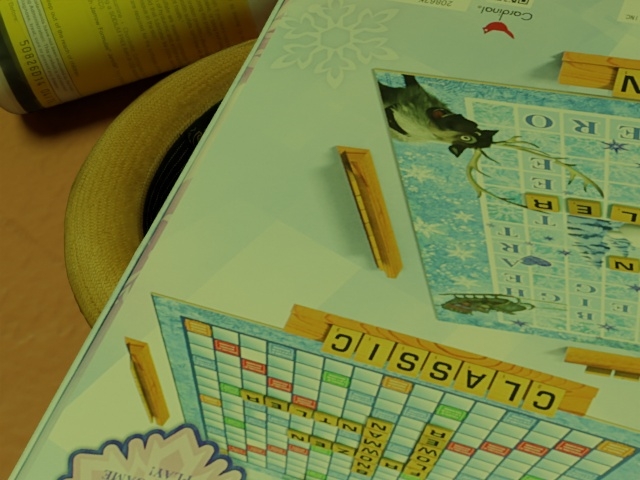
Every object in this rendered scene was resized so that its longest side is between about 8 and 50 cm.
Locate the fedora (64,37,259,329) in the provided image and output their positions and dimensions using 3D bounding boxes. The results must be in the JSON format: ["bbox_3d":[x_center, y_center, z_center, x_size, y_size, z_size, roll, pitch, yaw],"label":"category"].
[{"bbox_3d":[0.000,0.000,0.633,0.194,0.079,0.194,-6,46,6],"label":"fedora"}]

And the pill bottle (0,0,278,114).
[{"bbox_3d":[-0.072,-0.130,0.764,0.184,0.103,0.103,-17,45,0],"label":"pill bottle"}]

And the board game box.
[{"bbox_3d":[0.096,0.047,0.475,0.318,0.066,0.318,12,51,19],"label":"board game box"}]
